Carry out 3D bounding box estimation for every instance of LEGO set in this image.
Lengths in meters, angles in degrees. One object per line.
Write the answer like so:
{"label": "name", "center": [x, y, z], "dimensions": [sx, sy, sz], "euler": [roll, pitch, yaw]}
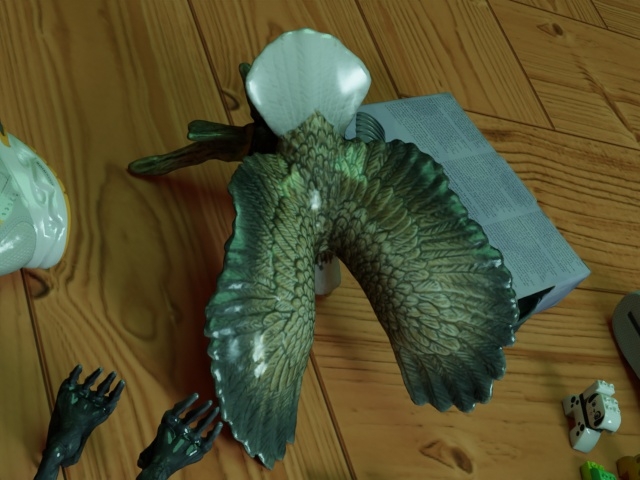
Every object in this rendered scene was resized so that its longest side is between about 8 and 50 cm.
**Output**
{"label": "LEGO set", "center": [0.295, 0.220, 1.166], "dimensions": [0.087, 0.093, 0.227], "euler": [22, 41, -24]}

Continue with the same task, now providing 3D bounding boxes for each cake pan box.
{"label": "cake pan box", "center": [0.116, -0.022, 1.281], "dimensions": [0.246, 0.070, 0.267], "euler": [-18, 65, -46]}

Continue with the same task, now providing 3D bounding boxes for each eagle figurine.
{"label": "eagle figurine", "center": [0.005, 0.005, 1.060], "dimensions": [0.225, 0.226, 0.298], "euler": [31, 27, -47]}

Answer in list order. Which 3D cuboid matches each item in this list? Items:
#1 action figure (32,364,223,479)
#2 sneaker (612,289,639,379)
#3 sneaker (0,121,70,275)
{"label": "action figure", "center": [-0.164, 0.180, 0.769], "dimensions": [0.164, 0.141, 0.276], "euler": [24, 37, 2]}
{"label": "sneaker", "center": [0.381, 0.155, 1.308], "dimensions": [0.091, 0.094, 0.258], "euler": [12, 45, -27]}
{"label": "sneaker", "center": [-0.297, -0.078, 0.955], "dimensions": [0.121, 0.099, 0.262], "euler": [-25, 69, -46]}
